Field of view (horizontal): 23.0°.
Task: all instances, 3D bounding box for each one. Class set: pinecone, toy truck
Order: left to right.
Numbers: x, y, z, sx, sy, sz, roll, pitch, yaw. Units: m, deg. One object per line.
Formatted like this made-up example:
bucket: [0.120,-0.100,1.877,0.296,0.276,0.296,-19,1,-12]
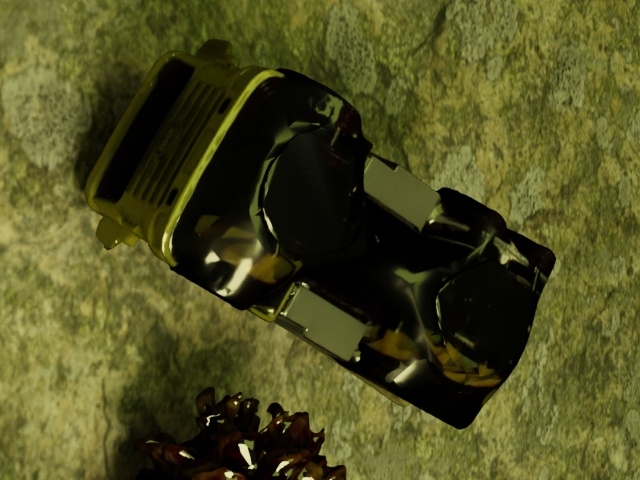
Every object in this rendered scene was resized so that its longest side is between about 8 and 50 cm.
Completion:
pinecone: [-0.059,0.255,1.239,0.224,0.224,0.272,17,73,-53]
toy truck: [0.000,0.000,1.275,0.405,0.254,0.180,33,82,-42]
